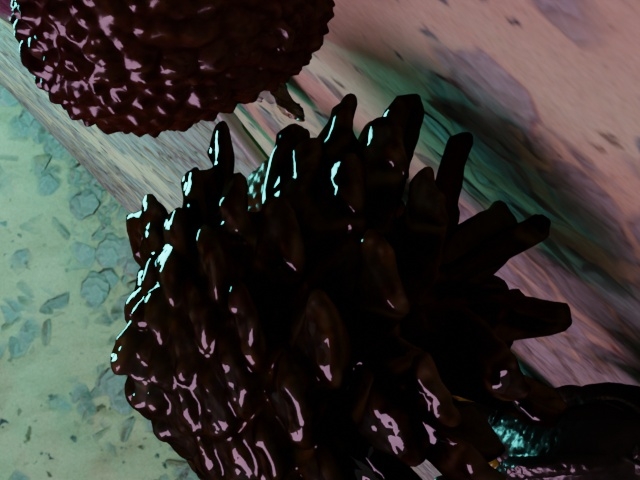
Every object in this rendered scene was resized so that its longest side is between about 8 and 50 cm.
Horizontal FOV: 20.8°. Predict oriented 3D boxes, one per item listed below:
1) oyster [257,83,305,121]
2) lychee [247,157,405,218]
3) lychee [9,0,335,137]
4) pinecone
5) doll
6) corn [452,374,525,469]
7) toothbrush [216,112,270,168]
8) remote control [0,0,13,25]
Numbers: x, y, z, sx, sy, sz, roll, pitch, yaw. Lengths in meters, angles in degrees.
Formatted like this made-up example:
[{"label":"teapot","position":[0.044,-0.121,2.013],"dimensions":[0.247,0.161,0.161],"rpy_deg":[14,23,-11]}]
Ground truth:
[{"label":"oyster","position":[-0.040,-0.099,1.024],"dimensions":[0.083,0.019,0.054],"rpy_deg":[34,170,44]},{"label":"lychee","position":[0.000,0.000,1.008],"dimensions":[0.114,0.114,0.146],"rpy_deg":[45,-167,-8]},{"label":"lychee","position":[-0.058,-0.102,0.686],"dimensions":[0.123,0.129,0.123],"rpy_deg":[-15,-90,-75]},{"label":"pinecone","position":[0.011,0.040,0.801],"dimensions":[0.202,0.201,0.229],"rpy_deg":[58,172,-34]},{"label":"doll","position":[0.135,0.103,0.876],"dimensions":[0.139,0.057,0.165],"rpy_deg":[-3,178,-41]},{"label":"corn","position":[0.161,0.162,1.151],"dimensions":[0.231,0.080,0.080],"rpy_deg":[43,173,16]},{"label":"toothbrush","position":[-0.008,-0.026,1.254],"dimensions":[0.304,0.030,0.030],"rpy_deg":[50,171,-24]},{"label":"remote control","position":[-0.162,-0.189,0.801],"dimensions":[0.145,0.050,0.344],"rpy_deg":[35,165,-8]}]
